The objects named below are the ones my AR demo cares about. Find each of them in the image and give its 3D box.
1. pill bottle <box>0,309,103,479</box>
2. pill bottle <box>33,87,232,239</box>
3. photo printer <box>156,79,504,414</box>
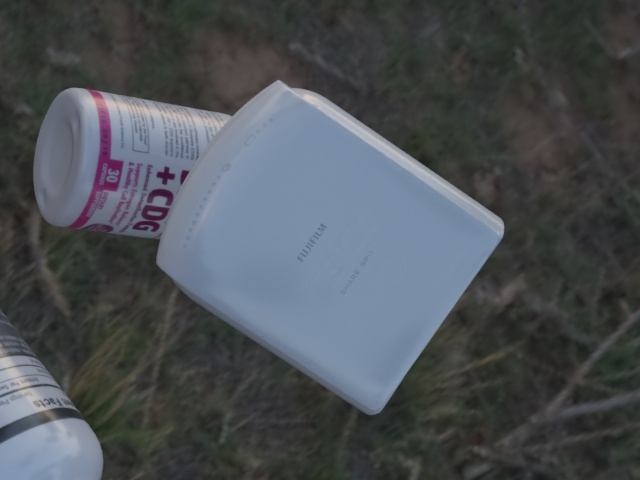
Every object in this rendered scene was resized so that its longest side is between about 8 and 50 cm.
[{"bbox_3d":[-0.309,0.166,1.302,0.210,0.210,0.363,-25,67,-40],"label":"pill bottle"},{"bbox_3d":[-0.177,-0.079,1.875,0.283,0.160,0.160,7,62,-30],"label":"pill bottle"},{"bbox_3d":[0.000,0.000,1.681,0.307,0.107,0.256,35,95,-9],"label":"photo printer"}]
